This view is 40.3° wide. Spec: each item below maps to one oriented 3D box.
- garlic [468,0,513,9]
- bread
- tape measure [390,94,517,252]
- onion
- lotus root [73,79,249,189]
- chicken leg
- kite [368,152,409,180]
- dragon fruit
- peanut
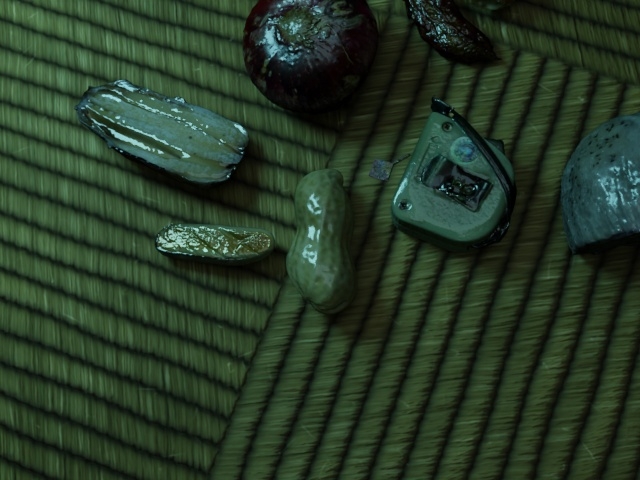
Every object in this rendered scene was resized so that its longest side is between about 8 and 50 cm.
[{"bbox_3d":[0.329,-0.533,1.538,0.146,0.164,0.244,14,122,-1],"label":"garlic"},{"bbox_3d":[-0.183,0.009,1.523,0.214,0.053,0.073,3,72,8],"label":"bread"},{"bbox_3d":[0.242,-0.106,1.486,0.207,0.115,0.235,22,79,12],"label":"tape measure"},{"bbox_3d":[-0.015,-0.340,1.527,0.247,0.190,0.246,-5,78,24],"label":"onion"},{"bbox_3d":[-0.291,-0.182,1.571,0.330,0.078,0.167,25,57,12],"label":"lotus root"},{"bbox_3d":[0.225,-0.399,1.586,0.105,0.063,0.233,-33,78,1],"label":"chicken leg"},{"bbox_3d":[0.119,-0.139,1.560,0.044,0.002,0.078,39,84,12],"label":"kite"},{"bbox_3d":[0.535,-0.107,1.417,0.283,0.204,0.221,-9,75,2],"label":"dragon fruit"},{"bbox_3d":[0.000,0.000,1.480,0.124,0.123,0.256,-5,74,3],"label":"peanut"}]
